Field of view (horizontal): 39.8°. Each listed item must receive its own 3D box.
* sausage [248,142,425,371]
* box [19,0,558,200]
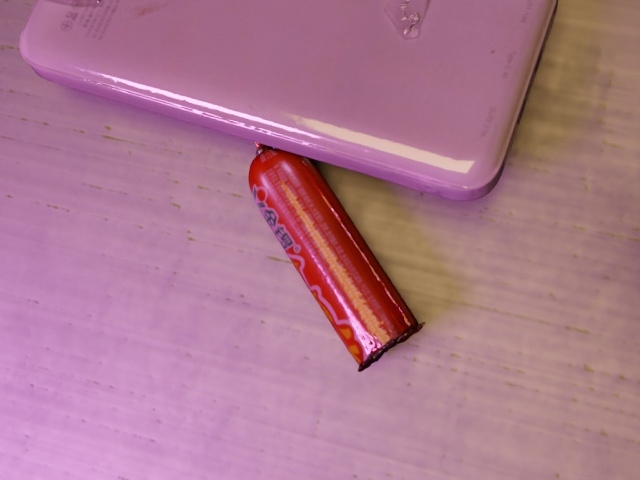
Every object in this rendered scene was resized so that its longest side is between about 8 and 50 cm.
[{"bbox_3d":[0.000,0.000,0.485,0.048,0.050,0.145,-40,76,33],"label":"sausage"},{"bbox_3d":[-0.022,-0.123,0.495,0.285,0.044,0.142,18,74,13],"label":"box"}]
